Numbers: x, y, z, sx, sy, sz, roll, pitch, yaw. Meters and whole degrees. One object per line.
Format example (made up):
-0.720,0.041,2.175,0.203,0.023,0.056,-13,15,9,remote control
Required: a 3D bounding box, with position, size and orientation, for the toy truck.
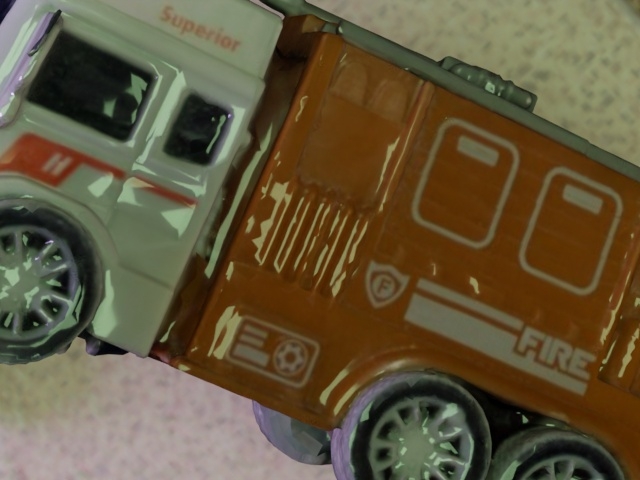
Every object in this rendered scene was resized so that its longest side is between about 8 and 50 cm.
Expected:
0.000,0.000,0.860,0.388,0.173,0.207,24,87,-17,toy truck
